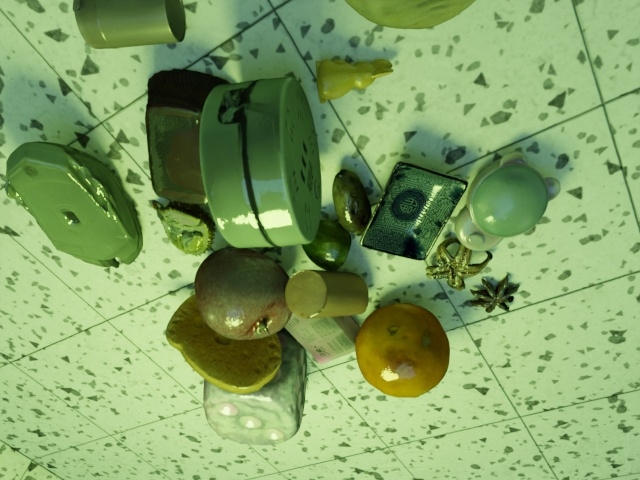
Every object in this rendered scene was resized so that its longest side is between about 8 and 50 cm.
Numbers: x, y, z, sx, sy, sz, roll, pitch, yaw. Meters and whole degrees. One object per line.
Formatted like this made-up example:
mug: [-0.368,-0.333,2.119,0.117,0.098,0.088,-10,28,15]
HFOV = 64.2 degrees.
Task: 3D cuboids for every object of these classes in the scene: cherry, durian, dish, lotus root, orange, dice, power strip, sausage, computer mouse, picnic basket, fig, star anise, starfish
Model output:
cherry: [-0.200,0.132,1.321,0.261,0.307,0.221,11,113,-50]
durian: [-0.349,-0.043,1.312,0.208,0.102,0.146,28,127,14]
dish: [0.211,-0.079,1.211,0.181,0.080,0.243,14,125,-13]
lotus root: [0.077,-0.086,1.222,0.080,0.089,0.179,20,140,44]
orange: [0.223,0.299,1.396,0.261,0.261,0.261,3,128,4]
dice: [-0.186,0.432,1.539,0.271,0.270,0.270,1,129,6]
power strip: [-0.106,-0.158,1.027,0.161,0.357,0.358,-4,127,12]
sausage: [0.030,0.139,1.323,0.123,0.123,0.253,-30,159,26]
computer mouse: [-0.593,-0.094,1.268,0.228,0.145,0.429,-8,139,4]
picnic basket: [-0.299,-0.217,1.142,0.222,0.129,0.297,10,127,1]
fig: [0.000,0.000,1.285,0.156,0.123,0.123,26,127,2]
star anise: [0.473,0.154,1.391,0.141,0.042,0.141,4,127,5]
starfish: [0.362,0.049,1.308,0.146,0.074,0.190,19,126,-1]

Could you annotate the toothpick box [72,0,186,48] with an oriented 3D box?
toothpick box: [-0.367,-0.435,0.992,0.180,0.111,0.111,-1,127,7]

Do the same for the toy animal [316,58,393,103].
toy animal: [0.071,-0.333,1.048,0.159,0.070,0.083,-9,87,-2]

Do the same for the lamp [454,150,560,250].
lamp: [0.413,-0.072,1.166,0.179,0.108,0.246,34,116,-10]

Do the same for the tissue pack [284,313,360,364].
tissue pack: [-0.008,0.235,1.478,0.148,0.092,0.246,-26,120,23]

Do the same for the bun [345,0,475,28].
bun: [0.141,-0.507,0.785,0.326,0.234,0.362,-40,145,4]

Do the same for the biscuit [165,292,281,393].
biscuit: [-0.247,0.259,1.435,0.343,0.287,0.057,32,150,17]
